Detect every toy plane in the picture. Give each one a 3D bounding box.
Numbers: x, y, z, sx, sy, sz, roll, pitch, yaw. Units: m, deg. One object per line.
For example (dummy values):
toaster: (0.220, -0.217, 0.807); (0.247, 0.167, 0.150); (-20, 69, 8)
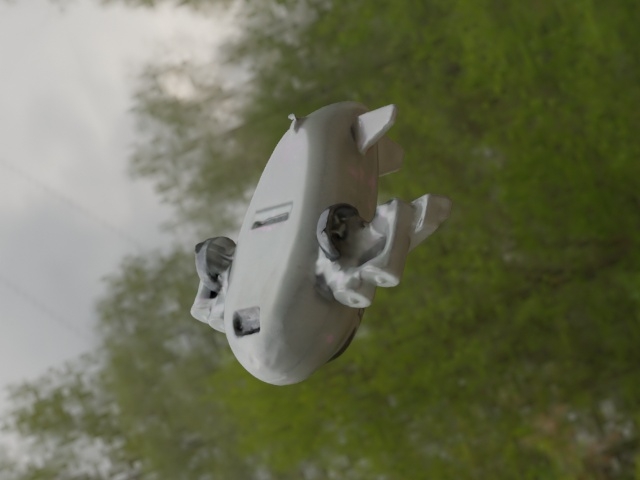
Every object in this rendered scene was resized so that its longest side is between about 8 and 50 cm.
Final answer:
toy plane: (-0.003, -0.002, 1.390); (0.118, 0.252, 0.252); (37, -154, -32)
